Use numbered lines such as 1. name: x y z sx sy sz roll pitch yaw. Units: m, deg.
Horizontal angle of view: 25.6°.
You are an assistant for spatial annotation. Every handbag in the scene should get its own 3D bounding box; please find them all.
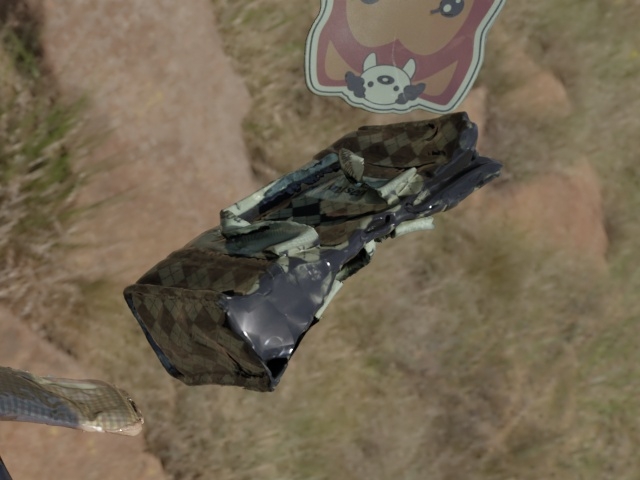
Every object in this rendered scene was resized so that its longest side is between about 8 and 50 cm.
1. handbag: 0.000 0.000 1.684 0.416 0.316 0.180 -37 103 -25

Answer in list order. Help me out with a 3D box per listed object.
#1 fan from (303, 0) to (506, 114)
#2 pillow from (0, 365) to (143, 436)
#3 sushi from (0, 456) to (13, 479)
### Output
1. fan: 0.065 -0.176 0.932 0.132 0.220 0.009 7 36 -14
2. pillow: -0.296 0.168 1.512 0.211 0.135 0.034 11 101 -30
3. sushi: -0.283 0.219 0.843 0.200 0.213 0.204 -15 96 -75
